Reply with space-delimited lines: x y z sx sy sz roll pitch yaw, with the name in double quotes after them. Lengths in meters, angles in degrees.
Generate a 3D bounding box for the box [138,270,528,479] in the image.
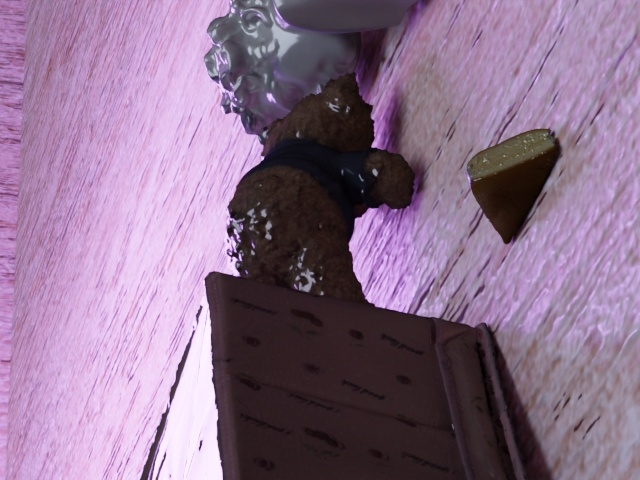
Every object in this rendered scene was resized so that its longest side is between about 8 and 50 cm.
-0.016 0.208 1.190 0.225 0.190 0.297 -101 25 -57 "box"

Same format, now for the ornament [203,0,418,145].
-0.003 -0.186 1.501 0.285 0.120 0.130 127 150 -54 "ornament"

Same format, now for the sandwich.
0.109 -0.037 1.195 0.031 0.044 0.083 -95 24 -51 "sandwich"

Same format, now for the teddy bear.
-0.012 -0.007 1.419 0.182 0.129 0.251 -16 54 31 "teddy bear"
